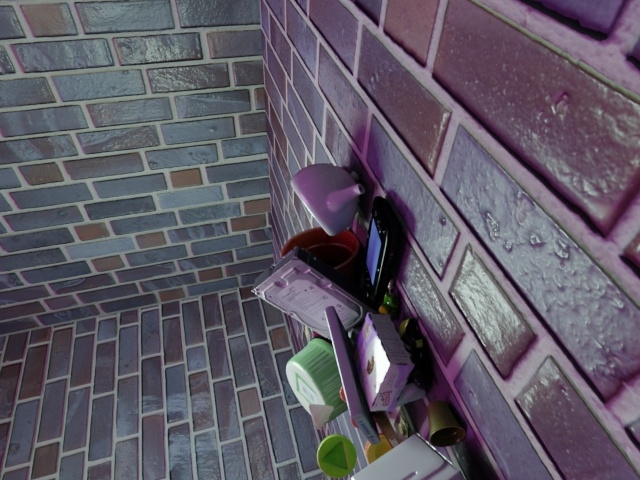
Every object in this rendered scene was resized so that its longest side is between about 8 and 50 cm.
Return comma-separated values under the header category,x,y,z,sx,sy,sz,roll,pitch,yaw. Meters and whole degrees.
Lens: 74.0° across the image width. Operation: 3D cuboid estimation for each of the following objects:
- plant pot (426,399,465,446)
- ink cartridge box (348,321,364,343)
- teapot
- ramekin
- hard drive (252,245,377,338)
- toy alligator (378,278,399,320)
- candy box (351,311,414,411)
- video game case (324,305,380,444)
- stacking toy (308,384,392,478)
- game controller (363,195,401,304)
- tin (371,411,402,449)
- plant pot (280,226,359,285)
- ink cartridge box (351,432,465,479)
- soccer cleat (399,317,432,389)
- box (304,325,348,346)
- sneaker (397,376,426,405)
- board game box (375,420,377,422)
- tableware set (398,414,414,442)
category,x,y,z,sx,sy,sz,roll,pitch,yaw
plant pot,0.283,0.419,0.986,0.079,0.083,0.084,-98,6,-54
ink cartridge box,0.150,0.306,1.401,0.122,0.088,0.052,-154,56,-74
teapot,0.039,-0.154,1.342,0.256,0.187,0.252,54,-176,26
ramekin,0.000,0.550,1.650,0.303,0.148,0.304,36,141,36
hard drive,-0.016,0.177,1.348,0.236,0.338,0.064,-37,27,34
toy alligator,0.200,0.183,1.199,0.051,0.056,0.190,26,139,17
candy box,0.157,0.317,1.120,0.196,0.070,0.165,-111,33,-59
video game case,0.095,0.405,1.273,0.300,0.036,0.329,66,-174,-49
stacking toy,0.111,0.638,1.452,0.130,0.279,0.310,92,164,-80
game controller,0.161,0.033,1.197,0.320,0.067,0.167,94,162,-44
tin,0.211,0.579,1.249,0.190,0.040,0.106,60,171,-3
plant pot,0.018,0.133,1.504,0.272,0.272,0.265,-121,17,-55
ink cartridge box,0.231,0.620,0.922,0.270,0.198,0.197,64,167,-5
soccer cleat,0.242,0.284,1.073,0.072,0.060,0.179,106,153,-59
box,0.023,0.367,1.811,0.143,0.165,0.271,-115,19,-46
sneaker,0.206,0.386,1.200,0.269,0.101,0.153,101,152,-63
board game box,0.173,0.599,1.621,0.170,0.048,0.141,163,98,-77
tableware set,0.273,0.627,1.286,0.141,0.019,0.169,-157,56,-74
